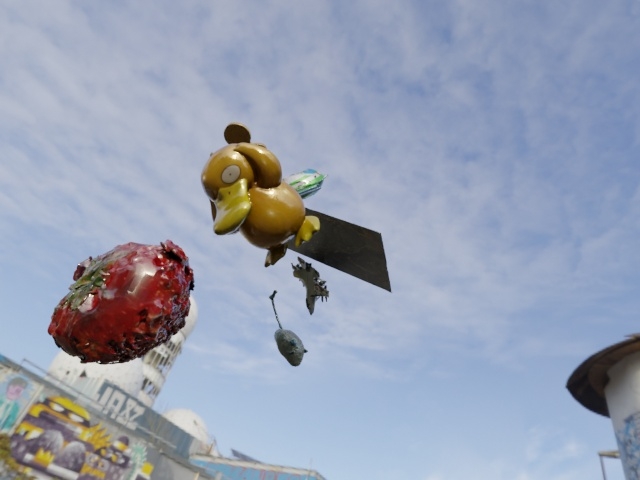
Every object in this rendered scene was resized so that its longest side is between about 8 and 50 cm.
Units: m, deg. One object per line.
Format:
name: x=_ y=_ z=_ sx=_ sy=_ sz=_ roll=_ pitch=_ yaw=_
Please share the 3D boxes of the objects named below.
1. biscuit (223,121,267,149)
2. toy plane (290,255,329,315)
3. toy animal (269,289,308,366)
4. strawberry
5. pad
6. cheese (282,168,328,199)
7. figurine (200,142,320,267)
biscuit: x=-0.249 y=-0.275 z=1.359 sx=0.158 sy=0.035 sz=0.240 roll=-9 pitch=-54 yaw=2
toy plane: x=-0.024 y=0.132 z=1.182 sx=0.160 sy=0.082 sz=0.234 roll=35 pitch=-24 yaw=34
toy animal: x=-0.114 y=0.284 z=1.309 sx=0.079 sy=0.252 sz=0.070 roll=-35 pitch=-35 yaw=12
strawberry: x=-0.363 y=0.124 z=0.822 sx=0.274 sy=0.274 sz=0.220 roll=-11 pitch=-48 yaw=29
pad: x=0.000 y=0.000 z=1.003 sx=0.368 sy=0.007 sz=0.247 roll=21 pitch=-27 yaw=29
cheese: x=-0.065 y=-0.165 z=1.273 sx=0.204 sy=0.320 sz=0.083 roll=-20 pitch=-76 yaw=-5
figurine: x=-0.130 y=-0.075 z=0.834 sx=0.215 sy=0.215 sz=0.228 roll=-22 pitch=-34 yaw=37
